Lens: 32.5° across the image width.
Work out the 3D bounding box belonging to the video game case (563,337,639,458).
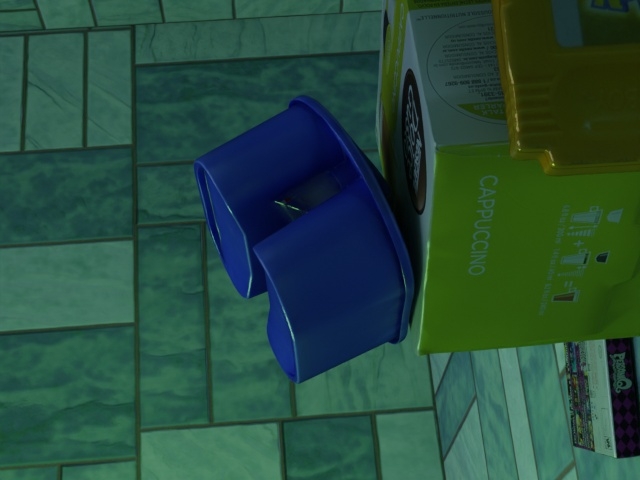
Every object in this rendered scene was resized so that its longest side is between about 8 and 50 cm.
[{"bbox_3d":[0.390,0.182,1.549,0.210,0.042,0.232,111,155,-83],"label":"video game case"}]

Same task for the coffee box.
[{"bbox_3d":[0.245,-0.115,1.120,0.337,0.338,0.334,88,177,-53],"label":"coffee box"}]

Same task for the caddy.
[{"bbox_3d":[0.000,0.000,1.159,0.241,0.179,0.341,57,168,21],"label":"caddy"}]

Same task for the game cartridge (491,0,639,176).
[{"bbox_3d":[0.279,-0.217,0.883,0.052,0.286,0.323,98,167,-77],"label":"game cartridge"}]
